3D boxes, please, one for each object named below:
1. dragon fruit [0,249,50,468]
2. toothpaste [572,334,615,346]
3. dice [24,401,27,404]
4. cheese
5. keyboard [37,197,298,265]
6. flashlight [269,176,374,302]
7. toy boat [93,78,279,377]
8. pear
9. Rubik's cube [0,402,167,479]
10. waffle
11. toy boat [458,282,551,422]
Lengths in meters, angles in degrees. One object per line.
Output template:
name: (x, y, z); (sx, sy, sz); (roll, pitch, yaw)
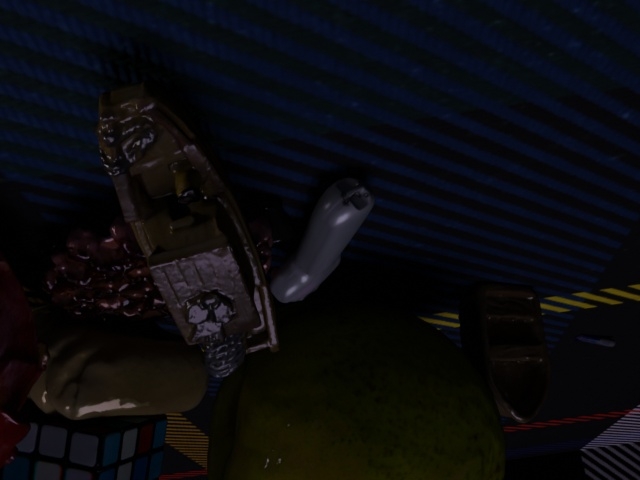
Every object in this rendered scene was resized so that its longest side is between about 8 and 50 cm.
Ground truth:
dragon fruit: (-0.429, 0.132, 0.650); (0.370, 0.249, 0.386); (26, 120, -26)
toothpaste: (0.491, 0.178, 1.398); (0.083, 0.015, 0.024); (9, 152, -21)
dice: (-0.528, 0.263, 0.980); (0.262, 0.268, 0.264); (11, 149, -37)
cheese: (-0.239, 0.143, 0.907); (0.225, 0.117, 0.214); (8, 179, -26)
keyboard: (-0.159, 0.003, 0.822); (0.262, 0.016, 0.106); (-12, 155, 8)
flashlight: (0.000, 0.000, 0.810); (0.093, 0.047, 0.200); (-34, 166, -32)
toy boat: (-0.101, 0.007, 0.640); (0.089, 0.122, 0.321); (-15, 137, 1)
pear: (0.051, 0.254, 1.005); (0.390, 0.391, 0.391); (-6, 155, -3)
Rubik's cube: (-0.283, 0.269, 0.888); (0.155, 0.151, 0.154); (7, 176, 16)
waffle: (-0.162, 0.030, 0.796); (0.234, 0.056, 0.221); (-6, 154, -18)
toy boat: (0.255, 0.159, 1.085); (0.116, 0.188, 0.061); (6, 161, -28)
